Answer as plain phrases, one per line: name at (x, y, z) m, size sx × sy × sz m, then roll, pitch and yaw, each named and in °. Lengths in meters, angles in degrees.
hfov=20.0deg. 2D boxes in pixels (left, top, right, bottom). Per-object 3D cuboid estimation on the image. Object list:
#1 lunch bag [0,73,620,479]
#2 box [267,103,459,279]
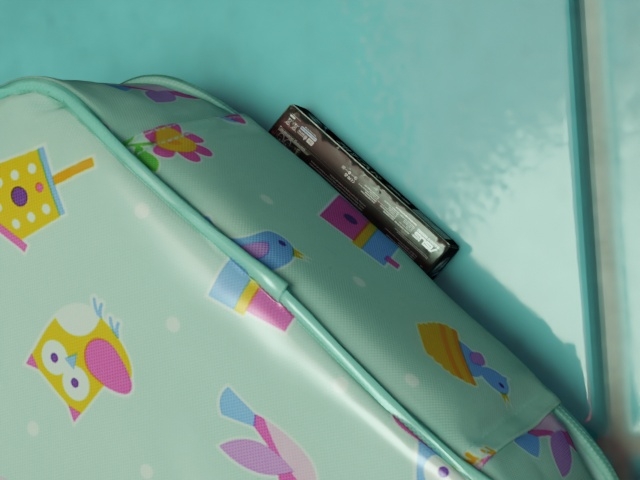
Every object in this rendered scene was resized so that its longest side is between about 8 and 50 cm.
lunch bag at (-0.052, 0.087, 0.644) m, size 0.279 × 0.108 × 0.224 m, roll 42°, pitch 113°, yaw 15°
box at (0.000, 0.000, 0.686) m, size 0.083 × 0.018 × 0.067 m, roll 42°, pitch 100°, yaw 14°
